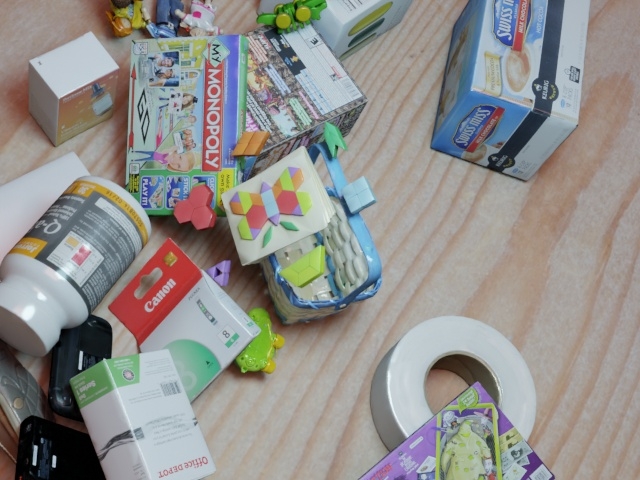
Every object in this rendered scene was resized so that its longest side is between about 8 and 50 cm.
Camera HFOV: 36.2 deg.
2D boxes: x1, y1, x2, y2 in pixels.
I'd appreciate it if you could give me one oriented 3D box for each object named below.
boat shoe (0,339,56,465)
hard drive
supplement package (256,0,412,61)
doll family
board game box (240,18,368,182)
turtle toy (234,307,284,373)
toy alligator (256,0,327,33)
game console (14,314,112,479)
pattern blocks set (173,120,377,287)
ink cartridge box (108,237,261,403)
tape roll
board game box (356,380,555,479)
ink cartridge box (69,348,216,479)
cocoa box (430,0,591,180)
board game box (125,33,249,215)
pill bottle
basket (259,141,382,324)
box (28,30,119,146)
[{"bbox_3d":[-0.524,0.242,1.541,0.116,0.123,0.324,-32,87,8],"label":"boat shoe"},{"bbox_3d":[-0.509,0.001,1.685,0.318,0.040,0.210,-32,78,-26],"label":"hard drive"},{"bbox_3d":[0.046,-0.511,2.000,0.262,0.199,0.198,-38,82,-27],"label":"supplement package"},{"bbox_3d":[-0.326,-0.439,1.921,0.263,0.118,0.163,21,54,-27],"label":"doll family"},{"bbox_3d":[-0.101,-0.268,1.876,0.291,0.141,0.232,-28,76,-26],"label":"board game box"},{"bbox_3d":[-0.117,0.173,1.709,0.095,0.066,0.130,33,57,-21],"label":"turtle toy"},{"bbox_3d":[-0.025,-0.427,1.840,0.189,0.051,0.056,-18,36,4],"label":"toy alligator"},{"bbox_3d":[-0.372,0.272,1.560,0.213,0.044,0.361,33,39,-39],"label":"game console"},{"bbox_3d":[-0.077,-0.055,1.613,0.325,0.026,0.285,-40,67,15],"label":"pattern blocks set"},{"bbox_3d":[-0.238,0.137,1.639,0.224,0.056,0.181,45,106,4],"label":"ink cartridge box"},{"bbox_3d":[0.237,0.283,1.748,0.286,0.100,0.286,7,64,-14],"label":"tape roll"},{"bbox_3d":[0.201,0.405,1.583,0.346,0.056,0.208,-32,82,-31],"label":"board game box"},{"bbox_3d":[-0.277,0.294,1.543,0.160,0.092,0.219,-1,64,-60],"label":"ink cartridge box"},{"bbox_3d":[0.389,-0.347,2.010,0.227,0.231,0.347,18,62,-7],"label":"cocoa box"},{"bbox_3d":[-0.237,-0.201,1.740,0.213,0.046,0.317,0,87,17],"label":"board game box"},{"bbox_3d":[-0.408,0.040,1.571,0.162,0.162,0.278,34,56,0],"label":"pill bottle"},{"bbox_3d":[0.000,0.000,1.698,0.201,0.289,0.255,-12,70,-23],"label":"basket"},{"bbox_3d":[-0.444,-0.269,1.756,0.130,0.170,0.091,-34,79,-26],"label":"box"}]
